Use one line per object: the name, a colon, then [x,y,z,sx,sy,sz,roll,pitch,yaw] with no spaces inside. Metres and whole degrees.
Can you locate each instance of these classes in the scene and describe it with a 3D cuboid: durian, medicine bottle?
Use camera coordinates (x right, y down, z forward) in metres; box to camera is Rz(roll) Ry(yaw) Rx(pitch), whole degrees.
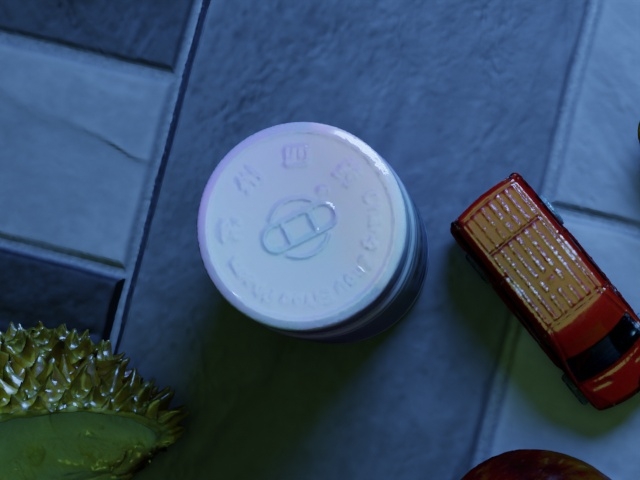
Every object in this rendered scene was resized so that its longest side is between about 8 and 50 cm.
durian: [-0.231,0.140,1.545,0.252,0.144,0.139,-13,122,-1]
medicine bottle: [0.000,0.000,1.438,0.152,0.254,0.152,0,85,6]

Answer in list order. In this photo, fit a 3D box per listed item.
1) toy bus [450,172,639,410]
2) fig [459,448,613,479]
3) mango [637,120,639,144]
toy bus: [0.186,0.041,1.498,0.081,0.089,0.195,-38,83,3]
fig: [0.190,0.243,1.468,0.175,0.207,0.175,-3,85,43]
mango: [0.355,-0.030,1.473,0.253,0.113,0.138,30,89,9]
